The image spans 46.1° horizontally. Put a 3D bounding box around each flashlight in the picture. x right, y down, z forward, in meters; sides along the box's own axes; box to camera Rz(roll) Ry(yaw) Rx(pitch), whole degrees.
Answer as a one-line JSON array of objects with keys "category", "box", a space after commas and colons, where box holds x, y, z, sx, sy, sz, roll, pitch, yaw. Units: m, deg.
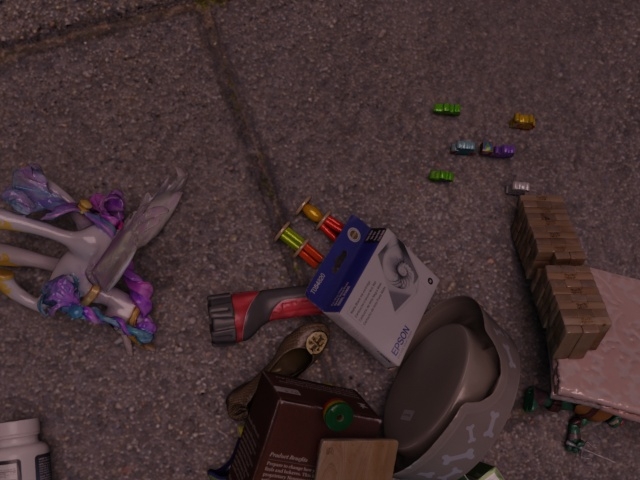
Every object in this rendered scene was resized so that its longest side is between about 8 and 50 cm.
[{"category": "flashlight", "box": [-0.062, 0.137, 1.441, 0.304, 0.103, 0.103, -5, 120, -9]}]

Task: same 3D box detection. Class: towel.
[{"category": "towel", "box": [0.587, 0.201, 1.444, 0.317, 0.053, 0.331, 15, 48, -2]}]

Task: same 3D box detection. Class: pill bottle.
[{"category": "pill bottle", "box": [-0.535, 0.411, 1.337, 0.108, 0.108, 0.180, -6, 81, -7]}]

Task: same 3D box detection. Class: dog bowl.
[{"category": "dog bowl", "box": [0.213, 0.272, 1.332, 0.102, 0.349, 0.348, 32, 78, -13]}]

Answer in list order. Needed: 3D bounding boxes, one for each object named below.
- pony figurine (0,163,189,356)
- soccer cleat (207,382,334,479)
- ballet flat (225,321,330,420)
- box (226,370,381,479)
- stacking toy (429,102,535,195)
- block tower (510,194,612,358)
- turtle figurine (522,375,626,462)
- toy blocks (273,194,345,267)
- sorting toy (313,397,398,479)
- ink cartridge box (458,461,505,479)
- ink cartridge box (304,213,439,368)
[{"category": "pony figurine", "box": [-0.411, 0.014, 1.364, 0.364, 0.303, 0.351, 28, 111, -4]}, {"category": "soccer cleat", "box": [-0.087, 0.364, 1.396, 0.121, 0.093, 0.289, 45, 80, -4]}, {"category": "ballet flat", "box": [-0.076, 0.250, 1.409, 0.250, 0.058, 0.084, -41, 119, 0]}, {"category": "box", "box": [-0.059, 0.436, 1.292, 0.191, 0.143, 0.381, 17, 98, -21]}, {"category": "stacking toy", "box": [0.336, -0.189, 1.566, 0.221, 0.052, 0.166, 7, 78, -3]}, {"category": "block tower", "box": [0.451, 0.062, 1.435, 0.091, 0.097, 0.335, 0, 50, -6]}, {"category": "turtle figurine", "box": [0.524, 0.334, 1.461, 0.234, 0.118, 0.175, 24, 120, -12]}, {"category": "toy blocks", "box": [0.000, 0.000, 1.492, 0.148, 0.054, 0.123, 38, 78, 1]}, {"category": "sorting toy", "box": [0.046, 0.384, 1.217, 0.132, 0.046, 0.274, 5, 100, -20]}, {"category": "ink cartridge box", "box": [0.317, 0.476, 1.413, 0.062, 0.109, 0.209, -34, 85, -11]}, {"category": "ink cartridge box", "box": [0.105, 0.088, 1.422, 0.224, 0.045, 0.223, 41, 56, -16]}]
